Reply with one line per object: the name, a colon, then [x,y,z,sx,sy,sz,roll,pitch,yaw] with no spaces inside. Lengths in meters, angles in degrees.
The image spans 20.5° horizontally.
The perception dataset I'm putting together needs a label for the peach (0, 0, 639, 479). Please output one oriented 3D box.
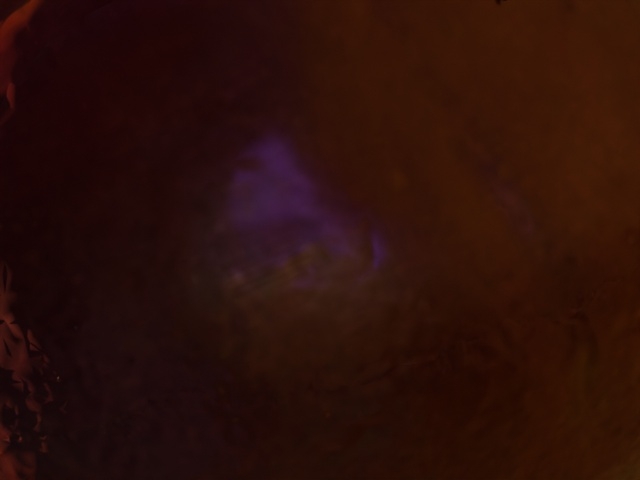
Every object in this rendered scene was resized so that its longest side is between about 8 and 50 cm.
peach: [0.000,-0.001,0.690,0.290,0.372,0.373,146,116,-74]
